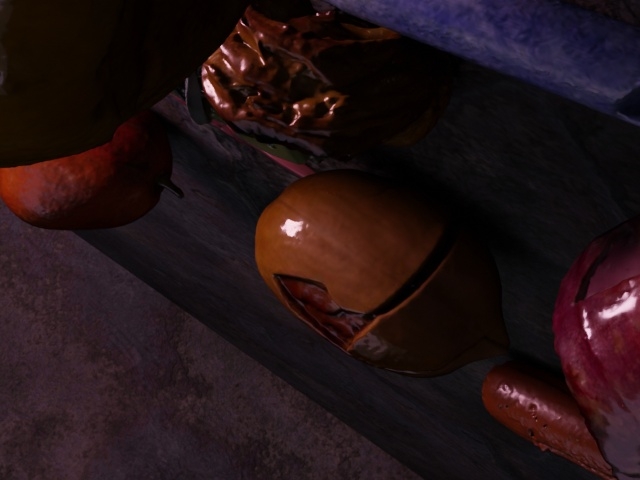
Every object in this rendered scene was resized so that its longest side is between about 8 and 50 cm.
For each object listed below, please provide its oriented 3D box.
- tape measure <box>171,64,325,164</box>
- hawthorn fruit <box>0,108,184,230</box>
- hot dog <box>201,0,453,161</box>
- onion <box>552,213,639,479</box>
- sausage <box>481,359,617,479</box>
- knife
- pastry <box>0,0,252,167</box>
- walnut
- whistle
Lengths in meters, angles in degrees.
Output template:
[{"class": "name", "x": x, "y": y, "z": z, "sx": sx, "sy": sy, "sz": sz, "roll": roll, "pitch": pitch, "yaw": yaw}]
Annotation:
[{"class": "tape measure", "x": -0.086, "y": -0.164, "z": 1.117, "sx": 0.175, "sy": 0.106, "sz": 0.200, "roll": 21, "pitch": 161, "yaw": 30}, {"class": "hawthorn fruit", "x": -0.300, "y": -0.112, "z": 1.622, "sx": 0.261, "sy": 0.224, "sz": 0.224, "roll": 12, "pitch": 165, "yaw": 3}, {"class": "hot dog", "x": 0.013, "y": -0.132, "z": 0.953, "sx": 0.175, "sy": 0.114, "sz": 0.259, "roll": 19, "pitch": -167, "yaw": 12}, {"class": "onion", "x": 0.314, "y": 0.084, "z": 0.863, "sx": 0.230, "sy": 0.272, "sz": 0.256, "roll": -18, "pitch": 140, "yaw": 40}, {"class": "sausage", "x": 0.351, "y": 0.250, "z": 1.601, "sx": 0.330, "sy": 0.102, "sz": 0.102, "roll": 25, "pitch": 165, "yaw": 32}, {"class": "knife", "x": -0.093, "y": -0.126, "z": 1.475, "sx": 0.247, "sy": 0.018, "sz": 0.035, "roll": 33, "pitch": 170, "yaw": 13}, {"class": "pastry", "x": -0.106, "y": -0.189, "z": 0.626, "sx": 0.164, "sy": 0.356, "sz": 0.356, "roll": 25, "pitch": 166, "yaw": 4}, {"class": "walnut", "x": 0.072, "y": 0.034, "z": 1.299, "sx": 0.298, "sy": 0.203, "sz": 0.203, "roll": 27, "pitch": 166, "yaw": 13}, {"class": "whistle", "x": 0.119, "y": -0.142, "z": 0.820, "sx": 0.304, "sy": 0.062, "sz": 0.062, "roll": 26, "pitch": 165, "yaw": 27}]
